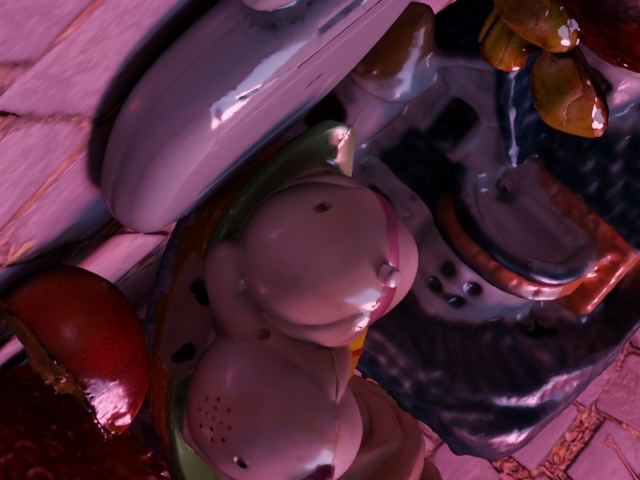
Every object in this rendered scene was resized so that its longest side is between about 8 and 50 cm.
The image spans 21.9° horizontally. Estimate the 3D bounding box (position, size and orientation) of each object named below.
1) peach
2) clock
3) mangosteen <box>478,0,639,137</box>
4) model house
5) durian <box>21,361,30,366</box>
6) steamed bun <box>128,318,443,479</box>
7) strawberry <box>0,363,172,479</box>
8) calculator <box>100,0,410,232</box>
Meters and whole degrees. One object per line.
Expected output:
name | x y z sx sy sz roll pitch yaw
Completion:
peach | -0.121 0.051 0.851 0.061 0.098 0.098 -43 176 -14
clock | -0.022 0.046 0.892 0.103 0.144 0.231 5 104 -45
mangosteen | 0.144 -0.148 0.792 0.180 0.166 0.166 -39 177 14
model house | 0.111 -0.052 0.949 0.184 0.253 0.291 -35 166 -45
durian | -0.250 0.197 1.055 0.186 0.154 0.260 -8 147 -35
steamed bun | -0.063 0.198 1.182 0.342 0.368 0.255 -11 140 -29
strawberry | -0.146 0.125 0.884 0.167 0.208 0.087 -44 139 -43
calculator | -0.022 -0.080 0.746 0.184 0.042 0.295 -41 177 -19
